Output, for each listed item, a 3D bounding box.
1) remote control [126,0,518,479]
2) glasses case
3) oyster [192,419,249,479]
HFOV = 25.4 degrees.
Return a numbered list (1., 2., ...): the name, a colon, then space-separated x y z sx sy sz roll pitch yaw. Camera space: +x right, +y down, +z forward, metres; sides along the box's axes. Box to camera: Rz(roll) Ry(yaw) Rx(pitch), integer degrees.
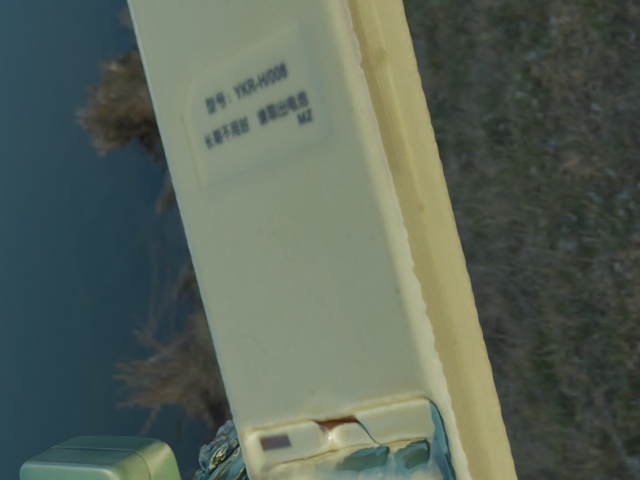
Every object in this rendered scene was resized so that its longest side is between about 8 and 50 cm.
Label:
1. remote control: 0.000 0.000 0.534 0.123 0.038 0.285 -21 83 45
2. glasses case: -0.087 0.186 0.678 0.077 0.039 0.184 -6 100 42
3. oyster: -0.056 0.240 1.307 0.351 0.158 0.162 -43 16 20
